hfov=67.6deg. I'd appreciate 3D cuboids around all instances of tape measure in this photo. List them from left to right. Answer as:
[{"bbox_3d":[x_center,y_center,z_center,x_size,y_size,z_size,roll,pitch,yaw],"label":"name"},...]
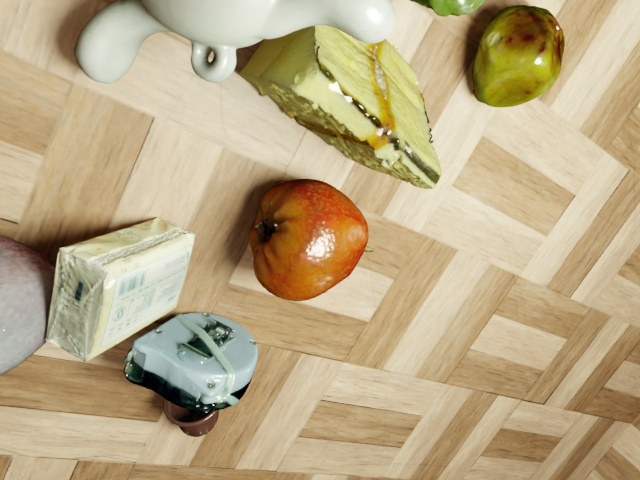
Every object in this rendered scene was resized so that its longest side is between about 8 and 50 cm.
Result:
[{"bbox_3d":[-0.198,0.197,0.802,0.182,0.181,0.107,23,113,8],"label":"tape measure"}]

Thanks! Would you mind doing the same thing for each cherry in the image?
[{"bbox_3d":[-0.469,0.087,0.613,0.266,0.183,0.213,-6,77,-29],"label":"cherry"}]

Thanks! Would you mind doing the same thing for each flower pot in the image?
[{"bbox_3d":[-0.233,0.320,0.904,0.111,0.111,0.089,-14,133,-16],"label":"flower pot"}]

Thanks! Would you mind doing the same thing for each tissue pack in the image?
[{"bbox_3d":[-0.279,0.060,0.686,0.092,0.196,0.148,25,110,13],"label":"tissue pack"}]

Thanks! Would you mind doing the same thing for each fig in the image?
[{"bbox_3d":[0.320,-0.294,0.787,0.144,0.154,0.166,3,137,-16],"label":"fig"}]

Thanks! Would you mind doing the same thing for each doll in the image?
[{"bbox_3d":[-0.117,-0.360,0.511,0.376,0.187,0.366,-2,102,3],"label":"doll"}]

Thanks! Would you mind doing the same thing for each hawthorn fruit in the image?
[{"bbox_3d":[0.000,0.000,0.780,0.225,0.196,0.197,8,113,-36],"label":"hawthorn fruit"}]

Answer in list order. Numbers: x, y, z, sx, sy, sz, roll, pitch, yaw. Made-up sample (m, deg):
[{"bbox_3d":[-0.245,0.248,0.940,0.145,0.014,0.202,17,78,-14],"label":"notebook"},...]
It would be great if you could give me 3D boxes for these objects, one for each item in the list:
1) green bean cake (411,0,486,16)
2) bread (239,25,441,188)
[{"bbox_3d":[0.167,-0.495,0.584,0.335,0.218,0.319,-36,132,6],"label":"green bean cake"},{"bbox_3d":[0.067,-0.212,0.661,0.263,0.236,0.198,31,102,-33],"label":"bread"}]
